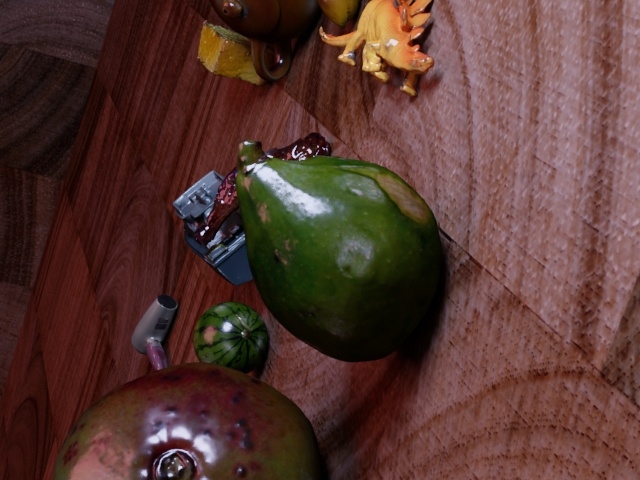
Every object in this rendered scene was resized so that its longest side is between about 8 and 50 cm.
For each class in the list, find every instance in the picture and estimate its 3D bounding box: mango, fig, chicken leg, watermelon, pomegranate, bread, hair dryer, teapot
[{"bbox_3d":[0.022,-0.329,1.771,0.077,0.063,0.127,60,-162,-52],"label":"mango"},{"bbox_3d":[0.000,0.000,1.325,0.195,0.245,0.195,-46,23,26],"label":"fig"},{"bbox_3d":[-0.076,-0.069,1.750,0.205,0.053,0.093,-29,56,19],"label":"chicken leg"},{"bbox_3d":[-0.111,0.127,1.776,0.109,0.109,0.109,-166,90,-72],"label":"watermelon"},{"bbox_3d":[-0.145,0.290,1.483,0.323,0.290,0.291,108,165,-49],"label":"pomegranate"},{"bbox_3d":[-0.128,-0.285,2.116,0.187,0.103,0.065,-129,53,-62],"label":"bread"},{"bbox_3d":[-0.261,0.176,2.272,0.106,0.054,0.154,-56,36,36],"label":"hair dryer"},{"bbox_3d":[-0.088,-0.327,1.920,0.135,0.178,0.252,-44,-43,-38],"label":"teapot"}]

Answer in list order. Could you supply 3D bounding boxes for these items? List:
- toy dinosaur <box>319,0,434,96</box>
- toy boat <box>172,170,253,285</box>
[{"bbox_3d":[0.073,-0.239,1.554,0.117,0.070,0.288,-62,24,8],"label":"toy dinosaur"},{"bbox_3d":[-0.130,-0.023,1.888,0.114,0.122,0.296,-39,20,-6],"label":"toy boat"}]
